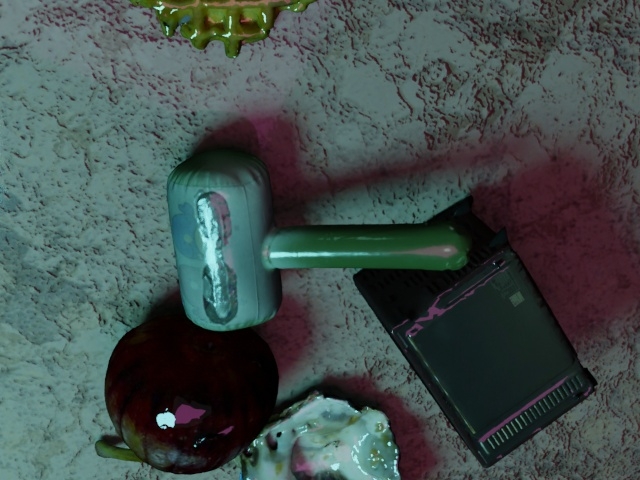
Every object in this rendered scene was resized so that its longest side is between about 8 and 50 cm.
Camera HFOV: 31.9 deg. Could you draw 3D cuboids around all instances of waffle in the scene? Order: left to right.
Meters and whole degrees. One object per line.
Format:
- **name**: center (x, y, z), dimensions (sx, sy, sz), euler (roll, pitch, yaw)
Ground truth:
- **waffle**: center (-0.103, -0.320, 1.140), dimensions (0.245, 0.052, 0.254), euler (-42, 117, 13)

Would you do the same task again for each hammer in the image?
- **hammer**: center (0.000, 0.000, 1.240), dimensions (0.335, 0.119, 0.207), euler (0, 116, 9)

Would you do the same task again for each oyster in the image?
- **oyster**: center (0.001, 0.298, 1.441), dimensions (0.214, 0.083, 0.223), euler (-20, 97, -3)

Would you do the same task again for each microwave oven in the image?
- **microwave oven**: center (0.181, 0.104, 1.333), dimensions (0.178, 0.188, 0.247), euler (-34, 114, 1)

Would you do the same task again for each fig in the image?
- **fig**: center (-0.160, 0.211, 1.331), dimensions (0.203, 0.186, 0.250), euler (-4, 126, -29)
